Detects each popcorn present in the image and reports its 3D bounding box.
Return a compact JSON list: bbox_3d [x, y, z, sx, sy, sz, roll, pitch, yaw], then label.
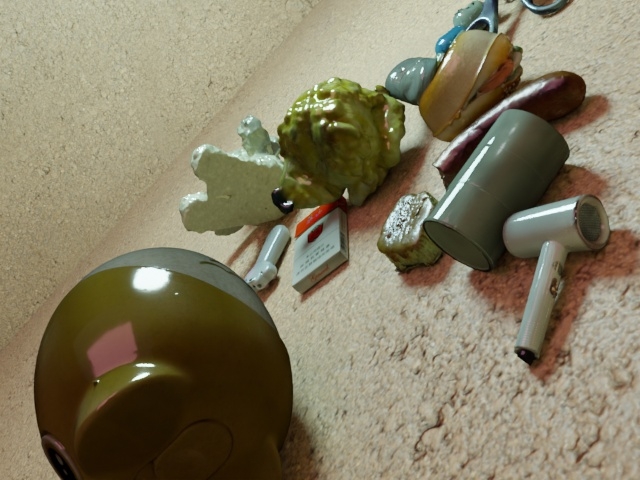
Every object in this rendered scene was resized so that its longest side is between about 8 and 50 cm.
[{"bbox_3d":[0.052,-0.210,1.562,0.237,0.293,0.293,-17,-5,-45],"label":"popcorn"}]

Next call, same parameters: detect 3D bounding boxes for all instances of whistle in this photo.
[{"bbox_3d":[0.315,-0.471,1.706,0.236,0.077,0.114,-51,12,2],"label":"whistle"}]

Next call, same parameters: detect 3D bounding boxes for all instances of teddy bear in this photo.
[{"bbox_3d":[-0.235,-0.177,1.929,0.362,0.375,0.328,42,122,50],"label":"teddy bear"}]

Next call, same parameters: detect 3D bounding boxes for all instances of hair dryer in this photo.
[{"bbox_3d":[0.290,0.057,0.959,0.131,0.073,0.237,-16,48,54],"label":"hair dryer"}]

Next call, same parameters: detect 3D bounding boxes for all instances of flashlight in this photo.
[{"bbox_3d":[-0.118,0.042,1.705,0.093,0.047,0.200,-28,28,38],"label":"flashlight"}]

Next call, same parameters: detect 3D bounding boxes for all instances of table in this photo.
[{"bbox_3d":[0.266,-0.076,1.105,0.220,0.126,0.126,-53,23,-11],"label":"table"}]

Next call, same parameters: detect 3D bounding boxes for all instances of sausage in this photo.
[{"bbox_3d":[0.317,-0.192,1.263,0.302,0.076,0.103,-38,33,25],"label":"sausage"}]

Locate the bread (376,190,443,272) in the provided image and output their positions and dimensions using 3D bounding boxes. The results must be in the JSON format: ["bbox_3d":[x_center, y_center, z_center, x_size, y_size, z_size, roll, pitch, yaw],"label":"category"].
[{"bbox_3d":[0.168,-0.018,1.262,0.127,0.069,0.140,-12,43,53],"label":"bread"}]

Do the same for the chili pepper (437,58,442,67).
[{"bbox_3d":[0.284,-0.369,1.604,0.073,0.072,0.204,-40,10,-30],"label":"chili pepper"}]

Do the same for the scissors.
[{"bbox_3d":[0.403,-0.587,1.636,0.255,0.029,0.384,-27,48,30],"label":"scissors"}]

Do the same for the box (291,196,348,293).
[{"bbox_3d":[0.000,0.000,1.574,0.139,0.035,0.245,-38,26,24],"label":"box"}]

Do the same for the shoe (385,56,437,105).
[{"bbox_3d":[0.192,-0.346,1.573,0.251,0.100,0.103,-85,5,-79],"label":"shoe"}]

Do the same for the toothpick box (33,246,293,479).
[{"bbox_3d":[-0.249,0.238,1.170,0.409,0.409,0.425,-47,29,4],"label":"toothpick box"}]

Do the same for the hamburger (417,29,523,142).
[{"bbox_3d":[0.280,-0.287,1.374,0.237,0.147,0.237,-56,-3,-4],"label":"hamburger"}]
